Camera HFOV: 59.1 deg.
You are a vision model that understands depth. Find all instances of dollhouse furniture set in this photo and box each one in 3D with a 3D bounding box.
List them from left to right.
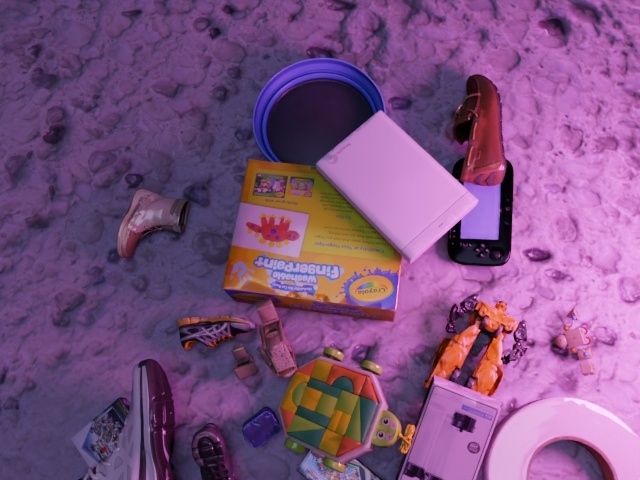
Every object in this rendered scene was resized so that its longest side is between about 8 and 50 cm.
[{"bbox_3d":[-0.165,0.268,1.428,0.160,0.182,0.101,-20,33,0],"label":"dollhouse furniture set"}]

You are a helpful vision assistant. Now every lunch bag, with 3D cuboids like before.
[{"bbox_3d":[-0.153,0.476,1.436,0.098,0.065,0.067,-34,88,-7],"label":"lunch bag"}]

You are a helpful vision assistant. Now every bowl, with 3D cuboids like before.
[{"bbox_3d":[-0.003,-0.354,1.676,0.390,0.077,0.391,-2,73,5],"label":"bowl"}]

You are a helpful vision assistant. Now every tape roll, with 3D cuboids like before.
[{"bbox_3d":[0.585,0.570,1.335,0.391,0.072,0.392,-2,73,5],"label":"tape roll"}]

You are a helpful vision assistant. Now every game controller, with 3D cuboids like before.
[{"bbox_3d":[0.441,-0.082,1.555,0.166,0.067,0.319,5,73,7],"label":"game controller"}]

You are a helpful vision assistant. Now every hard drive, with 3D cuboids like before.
[{"bbox_3d":[0.189,-0.144,1.438,0.233,0.047,0.353,-40,73,-9],"label":"hard drive"}]

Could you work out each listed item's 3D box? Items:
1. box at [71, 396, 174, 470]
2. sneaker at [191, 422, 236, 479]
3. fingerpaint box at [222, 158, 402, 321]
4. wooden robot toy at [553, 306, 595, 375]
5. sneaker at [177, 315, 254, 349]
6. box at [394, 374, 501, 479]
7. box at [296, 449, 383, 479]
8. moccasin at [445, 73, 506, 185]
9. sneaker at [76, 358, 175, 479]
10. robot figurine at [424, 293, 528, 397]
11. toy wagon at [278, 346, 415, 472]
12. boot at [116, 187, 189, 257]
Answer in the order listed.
[{"bbox_3d":[-0.509,0.548,1.455,0.159,0.044,0.233,-40,73,-8],"label":"box"},{"bbox_3d":[-0.247,0.581,1.399,0.101,0.106,0.268,-10,92,-3],"label":"sneaker"},{"bbox_3d":[0.000,0.000,1.519,0.444,0.163,0.371,6,72,7],"label":"fingerpaint box"},{"bbox_3d":[0.641,0.261,1.443,0.079,0.076,0.173,-23,68,35],"label":"wooden robot toy"},{"bbox_3d":[-0.279,0.246,1.514,0.214,0.084,0.083,-6,74,13],"label":"sneaker"},{"bbox_3d":[0.297,0.490,1.336,0.169,0.087,0.290,21,93,11],"label":"box"},{"bbox_3d":[0.056,0.587,1.395,0.207,0.036,0.114,35,79,14],"label":"box"},{"bbox_3d":[0.427,-0.314,1.578,0.146,0.139,0.380,1,64,9],"label":"moccasin"},{"bbox_3d":[-0.490,0.519,1.349,0.257,0.169,0.448,-6,74,1],"label":"sneaker"},{"bbox_3d":[0.393,0.282,1.435,0.211,0.085,0.291,31,78,13],"label":"robot figurine"},{"bbox_3d":[0.062,0.416,1.373,0.344,0.068,0.267,11,68,35],"label":"toy wagon"},{"bbox_3d":[-0.478,-0.038,1.621,0.165,0.077,0.213,13,71,7],"label":"boot"}]
